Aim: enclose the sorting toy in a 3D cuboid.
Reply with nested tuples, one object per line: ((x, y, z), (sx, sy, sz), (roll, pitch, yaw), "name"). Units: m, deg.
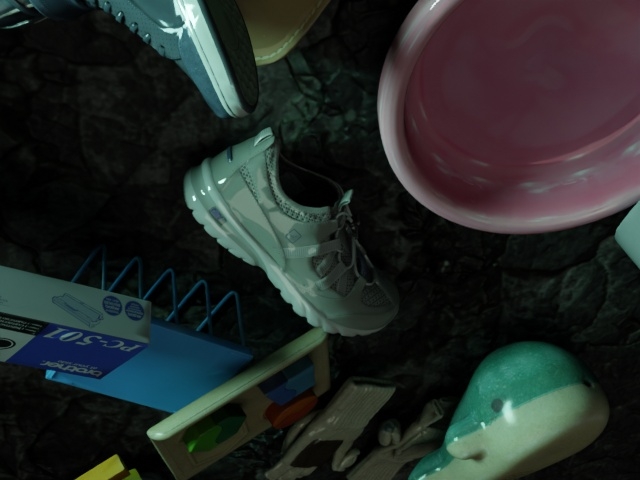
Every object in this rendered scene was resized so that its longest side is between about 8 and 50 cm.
((-0.116, 0.213, 1.059), (0.307, 0.041, 0.229), (-31, 160, -13), "sorting toy")

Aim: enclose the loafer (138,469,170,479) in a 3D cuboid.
((-0.312, 0.380, 1.298), (0.303, 0.095, 0.109), (-36, 101, 17), "loafer")

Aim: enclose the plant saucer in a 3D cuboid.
((0.210, -0.149, 0.863), (0.332, 0.084, 0.332), (-5, 135, -5), "plant saucer")

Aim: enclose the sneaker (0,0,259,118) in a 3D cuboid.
((-0.153, -0.165, 0.713), (0.163, 0.086, 0.226), (-27, 90, 14), "sneaker")

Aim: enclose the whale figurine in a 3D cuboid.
((0.216, 0.222, 1.197), (0.216, 0.141, 0.272), (5, 144, -44), "whale figurine")

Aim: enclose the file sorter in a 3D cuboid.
((-0.176, 0.092, 1.008), (0.170, 0.104, 0.118), (23, 127, -29), "file sorter")

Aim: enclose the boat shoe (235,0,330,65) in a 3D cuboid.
((-0.007, -0.255, 0.692), (0.122, 0.110, 0.341), (8, 132, -19), "boat shoe")

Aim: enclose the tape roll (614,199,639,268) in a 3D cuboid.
((0.396, -0.042, 0.945), (0.219, 0.072, 0.219), (-30, 158, -14), "tape roll")

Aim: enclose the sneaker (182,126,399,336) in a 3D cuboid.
((0.000, 0.000, 0.951), (0.115, 0.105, 0.281), (-35, 131, 22), "sneaker")

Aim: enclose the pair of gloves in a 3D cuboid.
((0.067, 0.257, 1.248), (0.240, 0.042, 0.204), (19, 128, -40), "pair of gloves")

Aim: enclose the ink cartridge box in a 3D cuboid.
((-0.259, 0.066, 0.828), (0.207, 0.046, 0.097), (18, 144, -35), "ink cartridge box")
